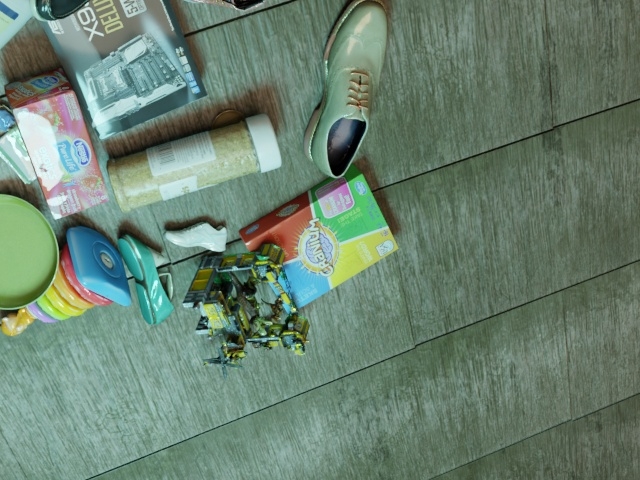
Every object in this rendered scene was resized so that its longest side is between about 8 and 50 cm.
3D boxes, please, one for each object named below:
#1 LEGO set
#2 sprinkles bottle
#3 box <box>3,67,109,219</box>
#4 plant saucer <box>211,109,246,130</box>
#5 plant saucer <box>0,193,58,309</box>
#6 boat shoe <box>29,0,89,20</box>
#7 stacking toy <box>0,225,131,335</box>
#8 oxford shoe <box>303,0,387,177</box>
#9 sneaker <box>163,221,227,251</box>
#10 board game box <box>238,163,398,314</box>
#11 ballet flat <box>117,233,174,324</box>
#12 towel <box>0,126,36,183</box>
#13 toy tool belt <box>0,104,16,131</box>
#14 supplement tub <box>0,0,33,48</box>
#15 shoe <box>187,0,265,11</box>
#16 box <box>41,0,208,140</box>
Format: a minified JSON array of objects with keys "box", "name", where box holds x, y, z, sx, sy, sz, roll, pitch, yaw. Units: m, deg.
[{"box":[-0.169,0.181,2.064,0.254,0.192,0.331,1,129,13],"name":"LEGO set"},{"box":[-0.265,-0.164,1.913,0.355,0.121,0.121,-17,122,-6],"name":"sprinkles bottle"},{"box":[-0.517,-0.190,1.782,0.122,0.128,0.257,-20,127,-15],"name":"box"},{"box":[-0.198,-0.246,1.970,0.083,0.015,0.083,-9,120,-16],"name":"plant saucer"},{"box":[-0.651,0.022,1.876,0.240,0.037,0.241,1,99,7],"name":"plant saucer"},{"box":[-0.377,-0.508,1.612,0.340,0.113,0.127,-55,161,-27],"name":"boat shoe"},{"box":[-0.575,0.119,1.961,0.301,0.166,0.175,-33,146,14],"name":"stacking toy"},{"box":[0.077,-0.323,1.953,0.140,0.146,0.397,4,115,-22],"name":"oxford shoe"},{"box":[-0.282,-0.015,2.047,0.152,0.053,0.061,6,105,-30],"name":"sneaker"},{"box":[0.000,0.000,2.149,0.316,0.064,0.242,-31,123,-2],"name":"board game box"},{"box":[-0.387,0.075,2.046,0.087,0.083,0.247,-33,127,-31],"name":"ballet flat"},{"box":[-0.577,-0.197,1.849,0.152,0.023,0.113,-35,124,0],"name":"towel"},{"box":[-0.639,-0.243,1.783,0.083,0.051,0.052,30,103,-31],"name":"toy tool belt"},{"box":[-0.683,-0.387,1.580,0.325,0.235,0.235,-43,123,5],"name":"supplement tub"},{"box":[-0.197,-0.495,1.796,0.177,0.081,0.064,-3,118,-19],"name":"shoe"},{"box":[-0.392,-0.383,1.785,0.242,0.076,0.308,-24,123,-7],"name":"box"}]
